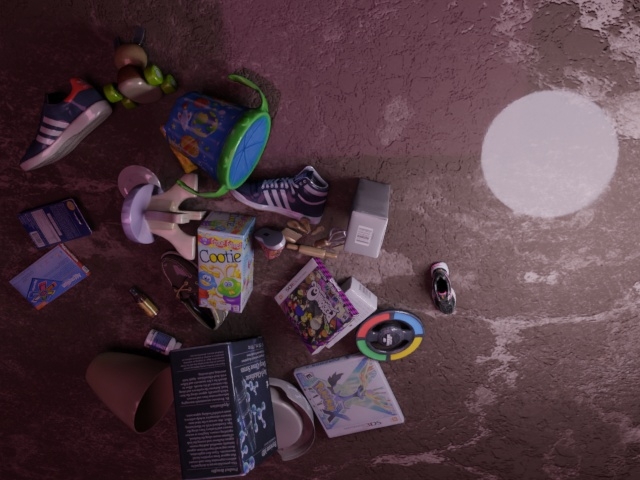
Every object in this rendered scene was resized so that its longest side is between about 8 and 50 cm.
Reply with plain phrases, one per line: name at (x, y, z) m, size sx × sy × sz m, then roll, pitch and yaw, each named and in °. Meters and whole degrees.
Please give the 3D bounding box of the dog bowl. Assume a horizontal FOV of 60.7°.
dog bowl at (-0.186, 0.654, 2.016) m, size 0.349 × 0.102 × 0.348 m, roll 4°, pitch 117°, yaw 7°

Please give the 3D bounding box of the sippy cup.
sippy cup at (-0.288, -0.288, 1.488) m, size 0.224 × 0.305 × 0.240 m, roll 27°, pitch 147°, yaw 7°

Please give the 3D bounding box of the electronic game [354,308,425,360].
electronic game at (0.226, 0.310, 1.780) m, size 0.230 × 0.048 × 0.229 m, roll -2°, pitch 125°, yaw -3°

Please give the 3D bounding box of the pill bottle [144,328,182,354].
pill bottle at (-0.560, 0.368, 1.947) m, size 0.120 × 0.067 × 0.067 m, roll 24°, pitch 118°, yaw -3°

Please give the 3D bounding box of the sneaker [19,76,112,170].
sneaker at (-0.771, -0.341, 1.590) m, size 0.350 × 0.131 × 0.148 m, roll -33°, pitch 101°, yaw 17°

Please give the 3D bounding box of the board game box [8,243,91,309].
board game box at (-0.946, 0.127, 1.907) m, size 0.281 × 0.027 × 0.145 m, roll -30°, pitch 107°, yaw 22°

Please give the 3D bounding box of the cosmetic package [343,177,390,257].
cosmetic package at (0.132, -0.068, 1.517) m, size 0.107 × 0.238 × 0.127 m, roll 14°, pitch 121°, yaw 5°

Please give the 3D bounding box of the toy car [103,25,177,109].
toy car at (-0.506, -0.479, 1.490) m, size 0.155 × 0.149 × 0.188 m, roll -17°, pitch 85°, yaw 13°

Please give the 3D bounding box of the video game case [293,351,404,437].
video game case at (0.104, 0.556, 1.956) m, size 0.300 × 0.036 × 0.328 m, roll -18°, pitch 113°, yaw 17°

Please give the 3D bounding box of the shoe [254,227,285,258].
shoe at (-0.139, 0.017, 1.653) m, size 0.063 × 0.178 × 0.081 m, roll -37°, pitch 116°, yaw -16°

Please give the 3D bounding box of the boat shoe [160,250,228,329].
boat shoe at (-0.423, 0.167, 1.807) m, size 0.109 × 0.091 × 0.305 m, roll -30°, pitch 109°, yaw 21°

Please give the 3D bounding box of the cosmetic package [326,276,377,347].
cosmetic package at (0.063, 0.235, 1.770) m, size 0.117 × 0.085 × 0.231 m, roll 40°, pitch 115°, yaw -11°

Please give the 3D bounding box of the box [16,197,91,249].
box at (-0.864, -0.058, 1.792) m, size 0.226 × 0.036 × 0.136 m, roll -13°, pitch 115°, yaw 17°

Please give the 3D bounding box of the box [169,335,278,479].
box at (-0.307, 0.526, 1.769) m, size 0.212 × 0.293 × 0.395 m, roll -10°, pitch 82°, yaw 14°

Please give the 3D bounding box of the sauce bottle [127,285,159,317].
sauce bottle at (-0.615, 0.212, 1.891) m, size 0.042 × 0.042 × 0.128 m, roll -32°, pitch 106°, yaw 22°

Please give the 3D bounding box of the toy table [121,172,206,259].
toy table at (-0.443, -0.072, 1.590) m, size 0.161 × 0.274 × 0.252 m, roll 4°, pitch 107°, yaw 4°

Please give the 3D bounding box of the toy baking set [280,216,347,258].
toy baking set at (-0.002, 0.003, 1.638) m, size 0.256 × 0.030 × 0.196 m, roll 15°, pitch 153°, yaw -2°

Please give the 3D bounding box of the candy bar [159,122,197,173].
candy bar at (-0.423, -0.274, 1.620) m, size 0.040 × 0.018 × 0.161 m, roll -22°, pitch 111°, yaw 15°

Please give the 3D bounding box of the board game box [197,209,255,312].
board game box at (-0.293, 0.065, 1.705) m, size 0.142 × 0.144 × 0.275 m, roll 9°, pitch 118°, yaw 5°

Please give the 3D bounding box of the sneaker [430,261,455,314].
sneaker at (0.374, 0.161, 1.685) m, size 0.072 × 0.077 × 0.178 m, roll -14°, pitch 115°, yaw 17°

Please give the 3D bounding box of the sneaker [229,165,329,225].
sneaker at (-0.112, -0.156, 1.585) m, size 0.283 × 0.099 × 0.153 m, roll 18°, pitch 124°, yaw -8°

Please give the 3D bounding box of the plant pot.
plant pot at (-0.692, 0.512, 1.966) m, size 0.274 × 0.256 × 0.256 m, roll 22°, pitch 120°, yaw 17°

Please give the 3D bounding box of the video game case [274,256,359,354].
video game case at (-0.017, 0.205, 1.721) m, size 0.210 × 0.042 × 0.232 m, roll -46°, pitch 67°, yaw 26°

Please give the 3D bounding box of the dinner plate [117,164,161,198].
dinner plate at (-0.566, -0.166, 1.701) m, size 0.141 × 0.017 × 0.141 m, roll 4°, pitch 116°, yaw 8°
